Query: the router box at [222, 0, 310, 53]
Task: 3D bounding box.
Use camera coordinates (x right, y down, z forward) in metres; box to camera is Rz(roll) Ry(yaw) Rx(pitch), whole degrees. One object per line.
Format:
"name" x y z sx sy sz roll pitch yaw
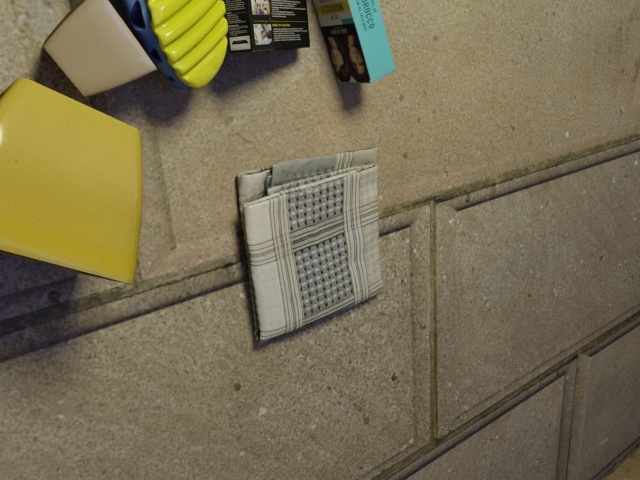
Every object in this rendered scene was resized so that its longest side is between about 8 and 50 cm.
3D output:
"router box" -0.077 -0.352 0.813 0.179 0.046 0.133 -37 127 -57

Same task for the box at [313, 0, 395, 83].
"box" 0.042 -0.387 0.904 0.060 0.100 0.244 -34 121 -22

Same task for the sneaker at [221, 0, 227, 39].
"sneaker" -0.152 -0.363 0.786 0.054 0.061 0.152 -55 140 -53

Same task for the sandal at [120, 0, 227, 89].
"sandal" -0.228 -0.346 0.701 0.126 0.138 0.318 -47 129 -37

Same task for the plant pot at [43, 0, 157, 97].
"plant pot" -0.290 -0.245 0.703 0.096 0.109 0.109 -38 124 -7

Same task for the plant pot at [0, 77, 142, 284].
"plant pot" -0.335 -0.070 0.666 0.212 0.212 0.187 23 77 -38

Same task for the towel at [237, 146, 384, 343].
"towel" 0.000 0.000 1.016 0.312 0.056 0.325 -17 112 -32
